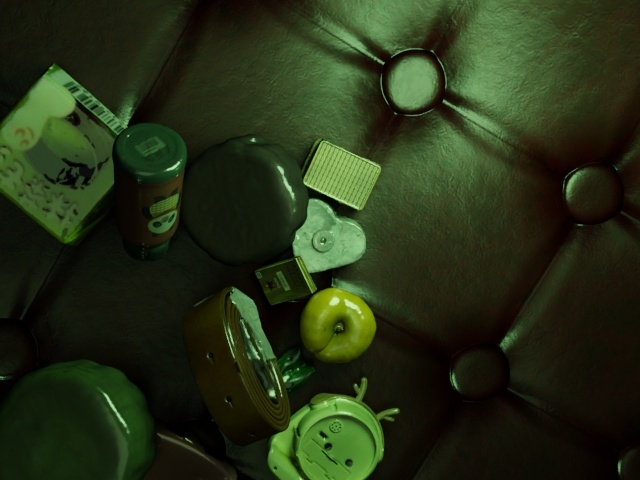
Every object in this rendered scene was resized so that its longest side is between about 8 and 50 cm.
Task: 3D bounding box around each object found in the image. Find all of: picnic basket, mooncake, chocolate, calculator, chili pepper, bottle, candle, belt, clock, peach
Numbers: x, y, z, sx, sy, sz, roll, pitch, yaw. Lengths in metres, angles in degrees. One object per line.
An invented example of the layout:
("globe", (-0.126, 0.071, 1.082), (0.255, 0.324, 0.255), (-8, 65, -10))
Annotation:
("picnic basket", (0.044, -0.147, 1.781), (0.164, 0.079, 0.115), (25, 97, -7))
("mooncake", (-0.161, -0.087, 1.728), (0.283, 0.141, 0.283), (4, 103, 18))
("mooncake", (-0.547, 0.443, 1.767), (0.356, 0.194, 0.357), (0, 88, 7))
("chocolate", (-0.558, -0.175, 1.709), (0.301, 0.137, 0.289), (42, 95, -10))
("calculator", (-0.356, 0.554, 1.889), (0.329, 0.048, 0.220), (30, 95, -8))
("chili pepper", (-0.101, 0.344, 1.863), (0.098, 0.061, 0.224), (38, 98, 6))
("bottle", (-0.358, -0.084, 1.664), (0.143, 0.144, 0.336), (6, 144, -9))
("candle", (0.000, 0.000, 1.810), (0.192, 0.068, 0.168), (33, 98, -5))
("belt", (-0.181, 0.274, 1.757), (0.122, 0.217, 0.339), (-25, 84, 17))
("clock", (0.040, 0.473, 1.877), (0.235, 0.096, 0.308), (43, 93, -8))
("peach", (0.035, 0.197, 1.827), (0.179, 0.103, 0.179), (0, 102, -2))

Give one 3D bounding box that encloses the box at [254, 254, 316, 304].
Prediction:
("box", (-0.079, 0.091, 1.804), (0.133, 0.023, 0.090), (-19, 100, 38))
